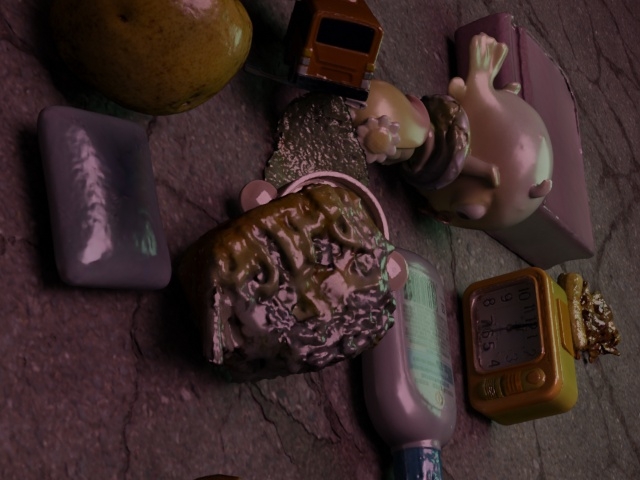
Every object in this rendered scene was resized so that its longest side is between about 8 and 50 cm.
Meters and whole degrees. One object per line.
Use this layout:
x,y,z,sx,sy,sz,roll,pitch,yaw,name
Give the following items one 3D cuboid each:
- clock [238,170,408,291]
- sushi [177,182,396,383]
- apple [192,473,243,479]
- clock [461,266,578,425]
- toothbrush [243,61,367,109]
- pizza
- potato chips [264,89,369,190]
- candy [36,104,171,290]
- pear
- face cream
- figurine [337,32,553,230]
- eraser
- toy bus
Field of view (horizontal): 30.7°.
0.000,0.000,1.363,0.229,0.063,0.156,26,72,-18,clock
-0.039,0.053,1.220,0.274,0.139,0.184,-23,89,-31,sushi
-0.082,0.305,1.027,0.195,0.160,0.173,-136,-151,-66,apple
0.284,0.151,1.671,0.096,0.143,0.202,35,45,-45,clock
-0.018,-0.191,1.457,0.162,0.014,0.017,19,38,-6,toothbrush
0.475,0.149,2.020,0.194,0.069,0.154,28,50,-44,pizza
0.005,-0.068,1.451,0.167,0.059,0.228,23,70,-33,potato chips
-0.208,-0.038,1.118,0.138,0.071,0.174,7,68,-55,candy
-0.174,-0.218,1.173,0.197,0.197,0.197,32,48,-44,pear
0.112,0.179,1.460,0.163,0.080,0.337,27,52,-48,face cream
0.160,-0.162,1.613,0.394,0.226,0.275,9,101,-37,figurine
0.339,-0.165,1.950,0.272,0.122,0.359,32,48,-43,eraser
0.012,-0.253,1.447,0.098,0.114,0.201,12,22,-11,toy bus
